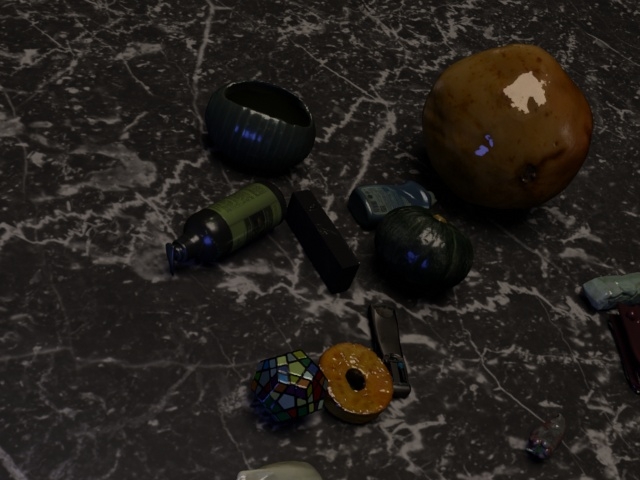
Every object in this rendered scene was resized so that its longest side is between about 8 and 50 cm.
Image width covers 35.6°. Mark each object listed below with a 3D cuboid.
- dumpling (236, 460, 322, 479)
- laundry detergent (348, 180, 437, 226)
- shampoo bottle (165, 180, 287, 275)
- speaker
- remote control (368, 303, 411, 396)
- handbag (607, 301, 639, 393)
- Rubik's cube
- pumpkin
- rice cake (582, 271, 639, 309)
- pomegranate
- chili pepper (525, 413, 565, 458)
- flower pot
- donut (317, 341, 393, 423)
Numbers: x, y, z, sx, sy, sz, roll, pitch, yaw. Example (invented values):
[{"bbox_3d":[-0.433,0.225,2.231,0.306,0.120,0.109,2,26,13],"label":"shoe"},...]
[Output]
[{"bbox_3d":[-0.047,0.415,1.540,0.228,0.124,0.151,6,53,-53],"label":"dumpling"},{"bbox_3d":[0.167,-0.083,2.173,0.206,0.061,0.097,-9,49,-30],"label":"laundry detergent"},{"bbox_3d":[-0.190,-0.024,1.933,0.101,0.101,0.283,41,45,19],"label":"shampoo bottle"},{"bbox_3d":[0.000,0.000,2.006,0.044,0.082,0.218,-11,51,-30],"label":"speaker"},{"bbox_3d":[0.130,0.204,1.890,0.059,0.028,0.212,6,45,-16],"label":"remote control"},{"bbox_3d":[0.725,0.227,2.085,0.203,0.074,0.216,11,43,-13],"label":"handbag"},{"bbox_3d":[-0.053,0.250,1.704,0.133,0.133,0.112,-11,82,-31],"label":"Rubik's cube"},{"bbox_3d":[0.209,0.017,2.022,0.211,0.152,0.212,34,15,-10],"label":"pumpkin"},{"bbox_3d":[0.723,0.102,2.220,0.336,0.063,0.066,-9,43,-28],"label":"rice cake"},{"bbox_3d":[0.408,-0.268,2.251,0.409,0.410,0.410,12,43,-11],"label":"pomegranate"},{"bbox_3d":[0.418,0.365,1.841,0.050,0.041,0.153,55,32,5],"label":"chili pepper"},{"bbox_3d":[-0.129,-0.246,2.143,0.243,0.157,0.189,19,41,-3],"label":"flower pot"},{"bbox_3d":[0.057,0.259,1.783,0.151,0.058,0.152,12,44,-12],"label":"donut"}]
